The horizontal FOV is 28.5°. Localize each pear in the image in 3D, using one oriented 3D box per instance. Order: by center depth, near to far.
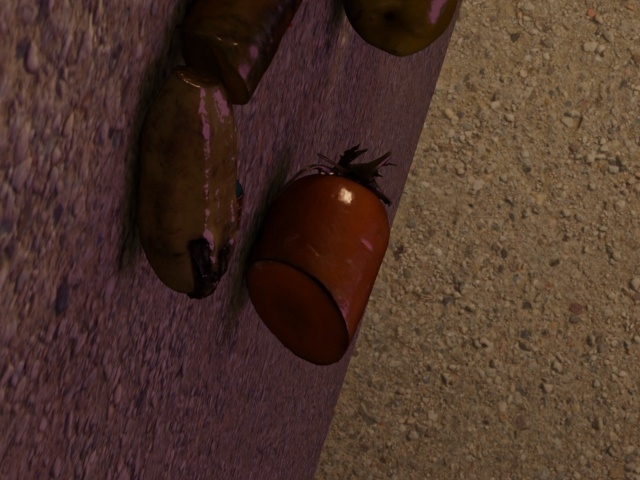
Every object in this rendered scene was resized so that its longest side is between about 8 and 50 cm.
[{"bbox_3d":[0.129,-0.400,2.033,0.200,0.200,0.200,16,90,-81],"label":"pear"}]

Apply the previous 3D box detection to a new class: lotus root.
[{"bbox_3d":[-0.136,-0.059,1.293,0.110,0.097,0.258,-33,136,-49],"label":"lotus root"}]

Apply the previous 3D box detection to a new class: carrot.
[{"bbox_3d":[-0.061,-0.282,1.332,0.114,0.114,0.302,91,21,-60],"label":"carrot"},{"bbox_3d":[0.000,0.000,1.941,0.193,0.214,0.331,-36,-157,54],"label":"carrot"}]

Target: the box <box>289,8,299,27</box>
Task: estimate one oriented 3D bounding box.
[{"bbox_3d":[-0.030,-0.384,1.517,0.123,0.050,0.229,52,54,-80],"label":"box"}]

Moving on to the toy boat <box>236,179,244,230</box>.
[{"bbox_3d":[-0.126,-0.032,1.504,0.065,0.066,0.172,-68,170,-51],"label":"toy boat"}]
